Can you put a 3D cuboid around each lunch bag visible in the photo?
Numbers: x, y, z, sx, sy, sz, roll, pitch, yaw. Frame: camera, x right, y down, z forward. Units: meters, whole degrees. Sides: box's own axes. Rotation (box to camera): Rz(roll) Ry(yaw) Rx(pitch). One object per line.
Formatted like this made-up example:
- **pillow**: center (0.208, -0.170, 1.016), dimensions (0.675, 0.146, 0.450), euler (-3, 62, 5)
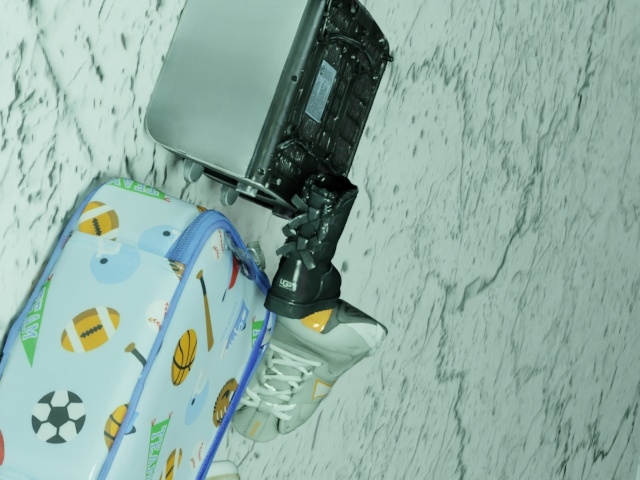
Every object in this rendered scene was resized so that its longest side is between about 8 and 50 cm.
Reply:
- **lunch bag**: center (-0.131, 0.117, 1.303), dimensions (0.303, 0.115, 0.243), euler (-65, 159, -18)

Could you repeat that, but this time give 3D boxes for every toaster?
- **toaster**: center (-0.031, -0.114, 1.373), dimensions (0.185, 0.110, 0.168), euler (-71, 159, -5)

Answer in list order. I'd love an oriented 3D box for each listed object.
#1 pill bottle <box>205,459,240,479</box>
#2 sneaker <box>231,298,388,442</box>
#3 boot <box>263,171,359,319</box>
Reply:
- **pill bottle**: center (-0.090, 0.260, 1.432), dimensions (0.094, 0.094, 0.169), euler (14, 60, -69)
- **sneaker**: center (-0.022, 0.106, 1.505), dimensions (0.121, 0.099, 0.262), euler (-59, 177, -13)
- **boot**: center (0.000, 0.000, 1.341), dimensions (0.121, 0.045, 0.099), euler (-26, 137, -73)
